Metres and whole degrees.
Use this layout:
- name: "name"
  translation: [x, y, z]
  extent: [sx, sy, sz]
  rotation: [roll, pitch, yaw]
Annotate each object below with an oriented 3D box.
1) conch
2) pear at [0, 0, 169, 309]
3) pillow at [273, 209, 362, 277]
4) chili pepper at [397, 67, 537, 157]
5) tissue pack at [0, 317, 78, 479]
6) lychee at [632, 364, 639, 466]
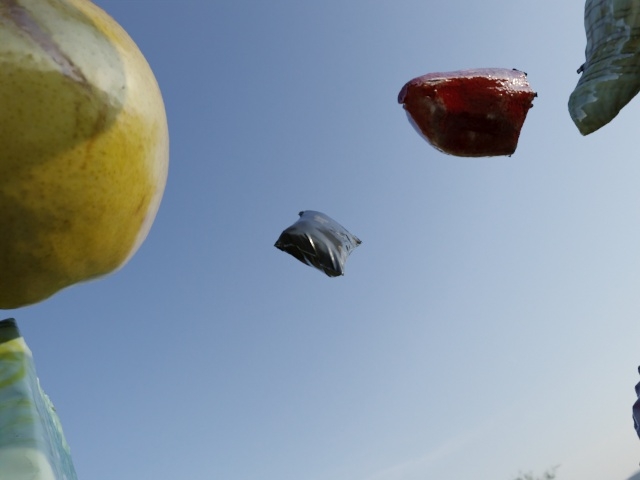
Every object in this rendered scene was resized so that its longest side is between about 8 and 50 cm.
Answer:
- name: "conch"
  translation: [0.389, -0.273, 0.687]
  extent: [0.386, 0.203, 0.170]
  rotation: [-39, -16, -18]
- name: "pear"
  translation: [-0.288, -0.093, 0.613]
  extent: [0.314, 0.314, 0.314]
  rotation: [-19, -33, -13]
- name: "pillow"
  translation: [0.001, 0.000, 0.841]
  extent: [0.048, 0.090, 0.150]
  rotation: [-45, 2, 18]
- name: "chili pepper"
  translation: [0.212, -0.197, 1.050]
  extent: [0.252, 0.136, 0.144]
  rotation: [-5, -26, -34]
- name: "tissue pack"
  translation: [-0.304, 0.253, 0.472]
  extent: [0.287, 0.388, 0.162]
  rotation: [-26, -55, -18]
- name: "lychee"
  translation: [0.612, 0.220, 0.831]
  extent: [0.424, 0.500, 0.425]
  rotation: [12, -45, 13]
